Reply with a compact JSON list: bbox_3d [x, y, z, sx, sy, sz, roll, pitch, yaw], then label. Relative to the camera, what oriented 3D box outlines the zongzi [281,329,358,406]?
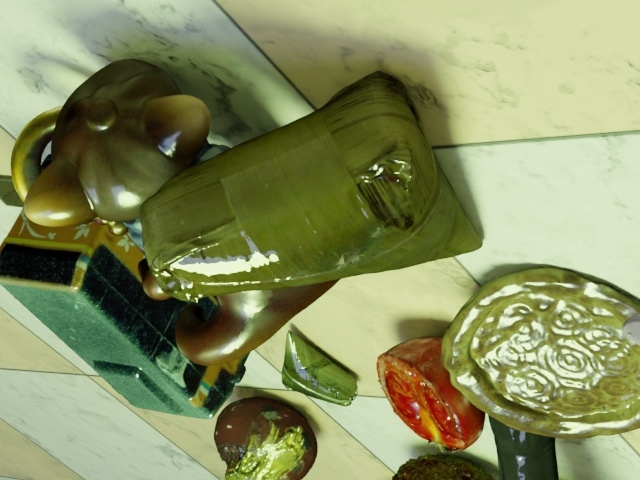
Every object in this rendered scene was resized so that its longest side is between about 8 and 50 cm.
[{"bbox_3d":[0.002,0.162,1.984,0.104,0.052,0.113,15,141,6],"label":"zongzi"}]

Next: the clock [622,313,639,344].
[{"bbox_3d":[0.358,0.069,1.451,0.110,0.050,0.152,25,155,1],"label":"clock"}]

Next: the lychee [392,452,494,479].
[{"bbox_3d":[0.167,0.365,2.103,0.171,0.171,0.171,21,155,10],"label":"lychee"}]

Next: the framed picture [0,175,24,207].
[{"bbox_3d":[-0.386,-0.061,1.955,0.089,0.006,0.066,6,149,37],"label":"framed picture"}]

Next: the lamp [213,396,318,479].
[{"bbox_3d":[-0.086,0.302,2.226,0.156,0.135,0.157,15,155,24],"label":"lamp"}]

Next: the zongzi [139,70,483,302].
[{"bbox_3d":[0.000,0.000,1.451,0.274,0.145,0.300,-24,149,9],"label":"zongzi"}]

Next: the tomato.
[{"bbox_3d":[0.144,0.169,1.784,0.139,0.091,0.159,62,161,-18],"label":"tomato"}]

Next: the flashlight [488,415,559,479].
[{"bbox_3d":[0.251,0.324,1.833,0.103,0.103,0.424,10,129,30],"label":"flashlight"}]

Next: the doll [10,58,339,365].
[{"bbox_3d":[-0.128,-0.041,1.563,0.318,0.209,0.340,-34,125,25],"label":"doll"}]

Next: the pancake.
[{"bbox_3d":[0.255,0.126,1.617,0.250,0.031,0.250,10,132,12],"label":"pancake"}]

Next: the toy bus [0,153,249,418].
[{"bbox_3d":[-0.215,0.059,1.805,0.162,0.194,0.323,5,147,36],"label":"toy bus"}]
